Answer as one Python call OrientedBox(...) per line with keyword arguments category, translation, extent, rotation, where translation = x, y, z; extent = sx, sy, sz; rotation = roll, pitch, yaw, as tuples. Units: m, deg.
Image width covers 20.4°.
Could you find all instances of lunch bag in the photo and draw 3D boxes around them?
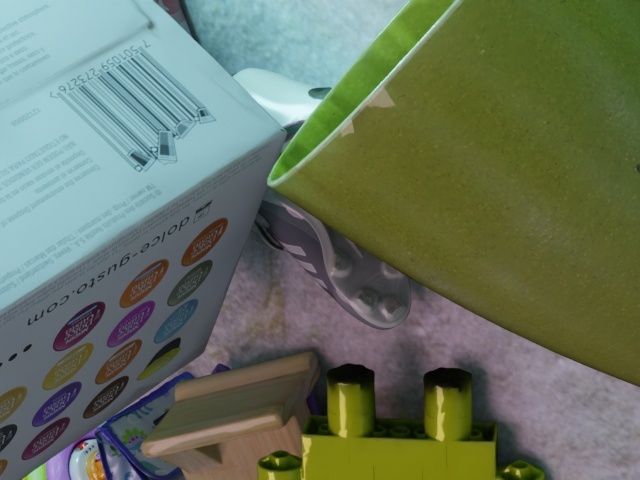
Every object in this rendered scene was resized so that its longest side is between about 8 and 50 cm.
OrientedBox(category="lunch bag", translation=(-0.144, 0.224, 1.779), extent=(0.096, 0.129, 0.151), rotation=(-20, 99, 47))

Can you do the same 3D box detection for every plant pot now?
OrientedBox(category="plant pot", translation=(0.164, -0.045, 1.187), extent=(0.293, 0.275, 0.275), rotation=(41, 143, -7))

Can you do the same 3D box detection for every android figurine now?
OrientedBox(category="android figurine", translation=(0.069, 0.240, 1.534), extent=(0.248, 0.056, 0.273), rotation=(3, 108, 8))

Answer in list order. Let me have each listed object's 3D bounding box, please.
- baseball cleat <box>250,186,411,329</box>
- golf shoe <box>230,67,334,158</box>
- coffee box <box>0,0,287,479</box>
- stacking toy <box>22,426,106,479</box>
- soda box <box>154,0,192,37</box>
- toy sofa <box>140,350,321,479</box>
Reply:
OrientedBox(category="baseball cleat", translation=(0.000, 0.000, 1.530), extent=(0.206, 0.072, 0.109), rotation=(54, 156, 11))
OrientedBox(category="golf shoe", translation=(0.040, -0.092, 1.404), extent=(0.273, 0.105, 0.120), rotation=(28, 116, 26))
OrientedBox(category="coffee box", translation=(-0.288, -0.025, 1.432), extent=(0.338, 0.337, 0.334), rotation=(45, 144, 16))
OrientedBox(category="stacking toy", translation=(-0.267, 0.262, 1.924), extent=(0.302, 0.175, 0.166), rotation=(-25, 98, 45))
OrientedBox(category="soda box", translation=(-0.154, -0.125, 1.570), extent=(0.083, 0.092, 0.263), rotation=(2, 118, 49))
OrientedBox(category="toy sofa", translation=(-0.013, 0.287, 1.695), extent=(0.150, 0.177, 0.362), rotation=(-15, 106, 25))
